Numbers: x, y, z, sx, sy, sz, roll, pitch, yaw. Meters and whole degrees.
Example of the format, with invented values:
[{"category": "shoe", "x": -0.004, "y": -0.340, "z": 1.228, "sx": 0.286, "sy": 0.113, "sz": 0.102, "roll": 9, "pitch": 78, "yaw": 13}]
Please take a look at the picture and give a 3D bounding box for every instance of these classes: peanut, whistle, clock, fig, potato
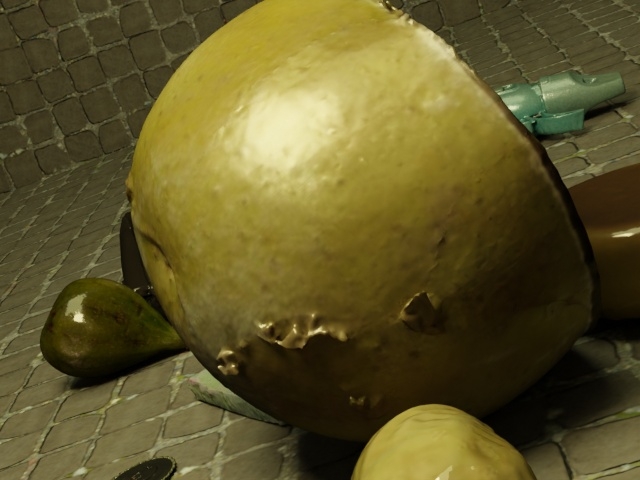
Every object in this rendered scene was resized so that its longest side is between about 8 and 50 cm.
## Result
[{"category": "peanut", "x": 0.082, "y": 0.208, "z": 0.858, "sx": 0.147, "sy": 0.148, "sz": 0.319, "roll": -17, "pitch": 15, "yaw": 14}, {"category": "whistle", "x": 0.329, "y": -0.206, "z": 1.918, "sx": 0.273, "sy": 0.093, "sz": 0.186, "roll": -14, "pitch": 18, "yaw": 14}, {"category": "clock", "x": -0.186, "y": 0.246, "z": 1.287, "sx": 0.083, "sy": 0.010, "sz": 0.074, "roll": -32, "pitch": 19, "yaw": -29}, {"category": "fig", "x": -0.267, "y": 0.131, "z": 1.625, "sx": 0.127, "sy": 0.184, "sz": 0.133, "roll": -55, "pitch": 10, "yaw": 38}, {"category": "potato", "x": 0.000, "y": 0.000, "z": 1.162, "sx": 0.319, "sy": 0.385, "sz": 0.442, "roll": -34, "pitch": 53, "yaw": -12}]

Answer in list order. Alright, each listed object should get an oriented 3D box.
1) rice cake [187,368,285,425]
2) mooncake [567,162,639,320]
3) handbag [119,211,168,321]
[{"category": "rice cake", "x": -0.083, "y": 0.166, "z": 1.365, "sx": 0.043, "sy": 0.034, "sz": 0.211, "roll": -28, "pitch": 17, "yaw": -30}, {"category": "mooncake", "x": 0.315, "y": 0.000, "z": 1.245, "sx": 0.234, "sy": 0.117, "sz": 0.235, "roll": -21, "pitch": 15, "yaw": 6}, {"category": "handbag", "x": -0.147, "y": 0.011, "z": 1.792, "sx": 0.285, "sy": 0.114, "sz": 0.257, "roll": -14, "pitch": 23, "yaw": 0}]
